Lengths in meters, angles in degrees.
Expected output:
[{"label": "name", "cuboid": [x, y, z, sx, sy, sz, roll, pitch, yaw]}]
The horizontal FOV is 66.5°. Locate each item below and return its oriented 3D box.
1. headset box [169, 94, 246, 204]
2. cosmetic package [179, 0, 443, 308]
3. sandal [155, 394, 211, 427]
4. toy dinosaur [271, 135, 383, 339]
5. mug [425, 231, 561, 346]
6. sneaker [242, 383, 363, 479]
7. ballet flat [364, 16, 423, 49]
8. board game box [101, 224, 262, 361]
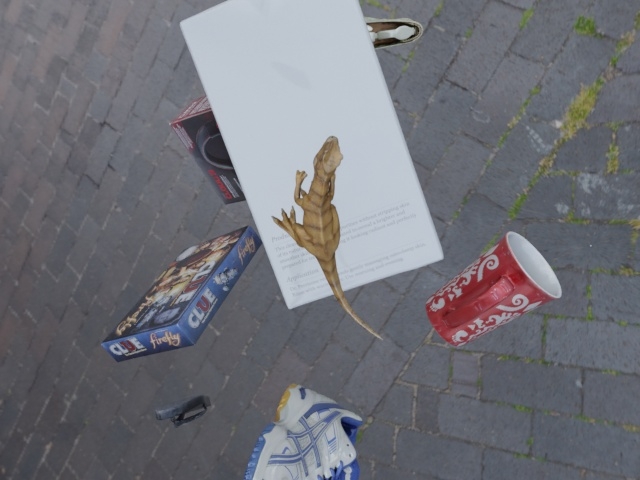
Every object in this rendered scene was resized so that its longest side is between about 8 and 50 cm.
[{"label": "headset box", "cuboid": [-0.146, -0.203, 1.009, 0.294, 0.110, 0.218, -7, 129, 30]}, {"label": "cosmetic package", "cuboid": [-0.003, -0.130, 0.653, 0.218, 0.156, 0.384, -17, 95, 7]}, {"label": "sandal", "cuboid": [-0.298, 0.391, 1.116, 0.097, 0.254, 0.054, -16, 74, -1]}, {"label": "toy dinosaur", "cuboid": [0.000, 0.000, 0.482, 0.112, 0.064, 0.211, -129, 22, -54]}, {"label": "mug", "cuboid": [0.237, 0.076, 0.723, 0.169, 0.150, 0.113, -43, 48, 34]}, {"label": "sneaker", "cuboid": [-0.015, 0.283, 0.610, 0.131, 0.296, 0.111, 17, 108, 8]}, {"label": "ballet flat", "cuboid": [0.092, -0.345, 0.813, 0.052, 0.169, 0.057, -131, 28, -59]}, {"label": "board game box", "cuboid": [-0.209, 0.077, 0.773, 0.165, 0.243, 0.042, -18, 116, 29]}]
